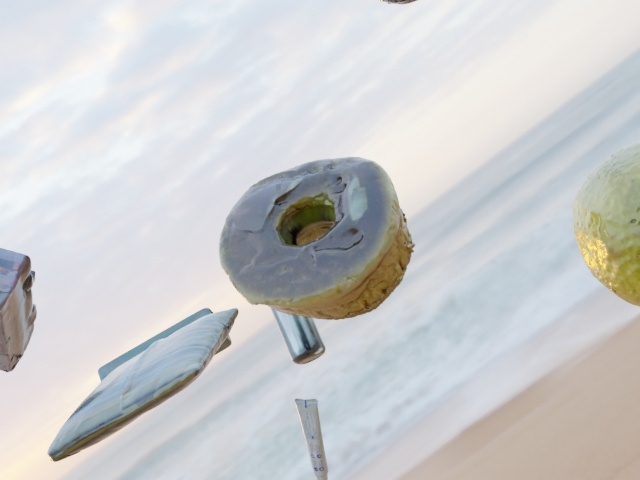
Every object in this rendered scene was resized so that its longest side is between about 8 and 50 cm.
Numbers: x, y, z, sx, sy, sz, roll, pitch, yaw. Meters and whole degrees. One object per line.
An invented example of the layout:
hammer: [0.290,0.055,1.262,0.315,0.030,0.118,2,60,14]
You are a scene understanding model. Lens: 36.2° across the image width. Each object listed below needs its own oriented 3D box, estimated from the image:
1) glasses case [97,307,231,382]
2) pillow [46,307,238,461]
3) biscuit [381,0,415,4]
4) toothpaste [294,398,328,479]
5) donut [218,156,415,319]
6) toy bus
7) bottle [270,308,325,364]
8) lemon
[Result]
glasses case: [-0.222,0.167,1.402,0.184,0.039,0.078,-30,-30,0]
pillow: [-0.200,0.160,1.138,0.208,0.052,0.212,-32,7,14]
biscuit: [0.190,-0.477,1.842,0.192,0.049,0.192,-11,13,2]
toothpaste: [-0.013,0.427,2.090,0.052,0.218,0.033,-1,28,18]
donut: [0.000,0.000,1.645,0.330,0.330,0.160,-37,-40,3]
toy bus: [-0.595,0.132,1.810,0.317,0.112,0.138,109,174,-57]
bottle: [-0.062,0.139,2.104,0.096,0.254,0.079,-13,-21,-31]
lemon: [0.515,-0.022,1.464,0.268,0.268,0.322,-37,8,6]
